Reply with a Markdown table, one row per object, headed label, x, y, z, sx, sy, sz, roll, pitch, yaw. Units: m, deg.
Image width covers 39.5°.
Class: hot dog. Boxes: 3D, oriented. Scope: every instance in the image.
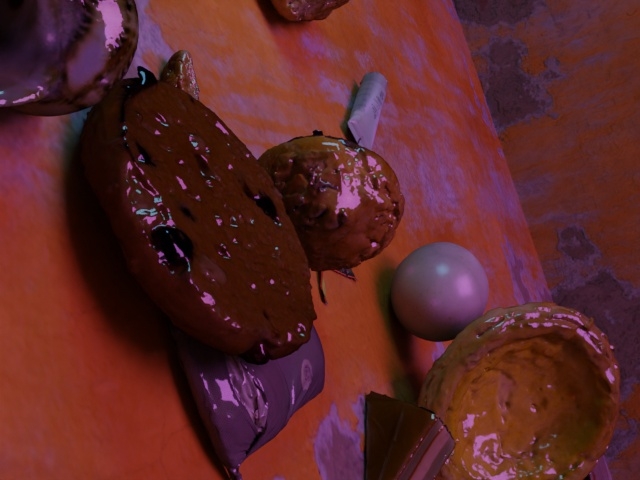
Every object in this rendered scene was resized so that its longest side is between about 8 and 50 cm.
| label | x | y | z | sx | sy | sz | roll | pitch | yaw |
| --- | --- | --- | --- | --- | --- | --- | --- | --- | --- |
| hot dog | -0.149 | -0.162 | 0.935 | 0.034 | 0.030 | 0.090 | 15 | 57 | -55 |

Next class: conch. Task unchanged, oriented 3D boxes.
| label | x | y | z | sx | sy | sz | roll | pitch | yaw |
| --- | --- | --- | --- | --- | --- | --- | --- | --- | --- |
| conch | -0.222 | -0.157 | 0.638 | 0.187 | 0.124 | 0.181 | -60 | 141 | -33 |

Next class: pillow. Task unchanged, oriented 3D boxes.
| label | x | y | z | sx | sy | sz | roll | pitch | yaw |
| --- | --- | --- | --- | --- | --- | --- | --- | --- | --- |
| pillow | -0.056 | 0.117 | 0.888 | 0.169 | 0.059 | 0.255 | 67 | 22 | -3 |

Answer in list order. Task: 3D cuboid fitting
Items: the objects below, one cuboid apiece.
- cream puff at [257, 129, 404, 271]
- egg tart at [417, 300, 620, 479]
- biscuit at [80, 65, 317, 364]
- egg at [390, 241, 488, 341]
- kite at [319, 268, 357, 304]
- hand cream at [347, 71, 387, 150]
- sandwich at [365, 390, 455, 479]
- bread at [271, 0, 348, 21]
| label | x | y | z | sx | sy | sz | roll | pitch | yaw |
| --- | --- | --- | --- | --- | --- | --- | --- | --- | --- |
| cream puff | 0.004 | -0.035 | 1.007 | 0.189 | 0.189 | 0.129 | 48 | 35 | -46 |
| egg tart | 0.286 | 0.247 | 1.334 | 0.345 | 0.345 | 0.132 | 66 | -10 | -13 |
| biscuit | -0.109 | -0.017 | 0.813 | 0.296 | 0.075 | 0.296 | 47 | 23 | -28 |
| egg | 0.187 | 0.077 | 1.392 | 0.209 | 0.151 | 0.151 | -42 | 111 | -72 |
| kite | 0.000 | 0.000 | 1.189 | 0.241 | 0.014 | 0.183 | 37 | 40 | -57 |
| hand cream | 0.080 | -0.221 | 1.532 | 0.078 | 0.050 | 0.205 | 61 | 28 | -30 |
| sandwich | 0.078 | 0.287 | 1.131 | 0.163 | 0.113 | 0.079 | -54 | 131 | -23 |
| bread | -0.020 | -0.421 | 1.353 | 0.245 | 0.121 | 0.174 | -55 | 132 | -70 |
